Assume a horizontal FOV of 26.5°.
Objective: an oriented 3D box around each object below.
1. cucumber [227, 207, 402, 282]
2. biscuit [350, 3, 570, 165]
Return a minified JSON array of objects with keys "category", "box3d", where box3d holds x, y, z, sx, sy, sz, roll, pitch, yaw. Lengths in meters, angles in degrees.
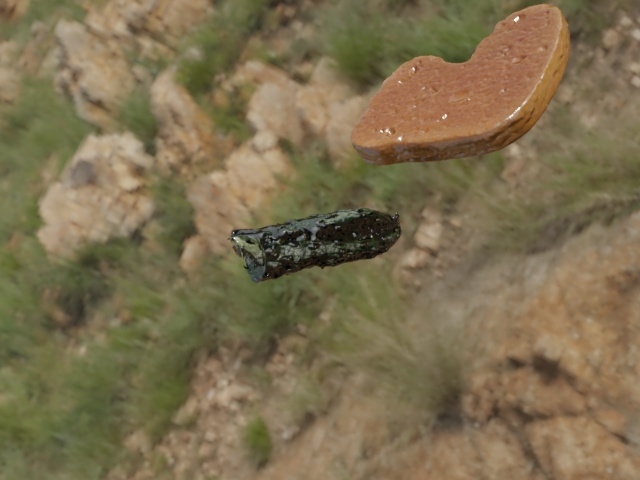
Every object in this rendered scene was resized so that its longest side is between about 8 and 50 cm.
[{"category":"cucumber","box3d":[0.000,0.000,1.201,0.053,0.181,0.053,26,122,52]},{"category":"biscuit","box3d":[0.135,-0.143,1.262,0.192,0.036,0.186,-4,46,35]}]
